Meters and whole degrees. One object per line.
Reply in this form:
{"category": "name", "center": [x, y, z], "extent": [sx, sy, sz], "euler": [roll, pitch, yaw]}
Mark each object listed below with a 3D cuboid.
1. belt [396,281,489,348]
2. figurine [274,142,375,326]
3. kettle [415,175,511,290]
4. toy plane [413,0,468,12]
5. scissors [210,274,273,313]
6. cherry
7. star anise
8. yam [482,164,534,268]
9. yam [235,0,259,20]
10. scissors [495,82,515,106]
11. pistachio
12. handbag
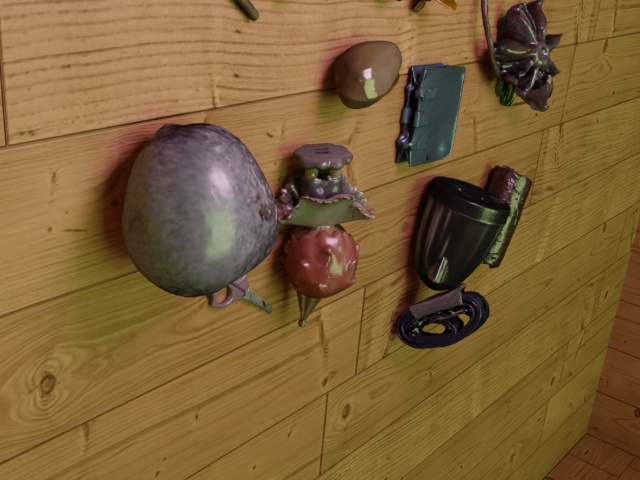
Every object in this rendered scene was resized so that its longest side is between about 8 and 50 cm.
{"category": "belt", "center": [0.309, 0.200, 2.056], "extent": [0.126, 0.230, 0.139], "euler": [-3, 72, -64]}
{"category": "figurine", "center": [0.000, 0.000, 1.603], "extent": [0.207, 0.166, 0.387], "euler": [-7, 121, -15]}
{"category": "kettle", "center": [0.321, -0.007, 2.021], "extent": [0.207, 0.251, 0.271], "euler": [12, 110, -24]}
{"category": "toy plane", "center": [0.284, -0.635, 1.676], "extent": [0.103, 0.204, 0.316], "euler": [20, 73, -17]}
{"category": "scissors", "center": [-0.142, 0.106, 1.572], "extent": [0.110, 0.021, 0.212], "euler": [-60, 144, -9]}
{"category": "cherry", "center": [-0.189, -0.039, 1.265], "extent": [0.255, 0.218, 0.296], "euler": [-28, 116, -38]}
{"category": "star anise", "center": [0.506, -0.490, 2.050], "extent": [0.316, 0.139, 0.359], "euler": [-41, 122, -42]}
{"category": "yam", "center": [0.494, -0.063, 2.249], "extent": [0.131, 0.131, 0.279], "euler": [14, 97, -55]}
{"category": "yam", "center": [-0.134, -0.398, 1.312], "extent": [0.021, 0.021, 0.116], "euler": [-62, 145, -10]}
{"category": "scissors", "center": [0.533, -0.463, 2.169], "extent": [0.204, 0.027, 0.101], "euler": [-60, 147, -7]}
{"category": "pistachio", "center": [0.094, -0.324, 1.569], "extent": [0.185, 0.124, 0.124], "euler": [-38, 135, -33]}
{"category": "handbag", "center": [0.246, -0.291, 1.851], "extent": [0.179, 0.062, 0.229], "euler": [-17, 121, -45]}
